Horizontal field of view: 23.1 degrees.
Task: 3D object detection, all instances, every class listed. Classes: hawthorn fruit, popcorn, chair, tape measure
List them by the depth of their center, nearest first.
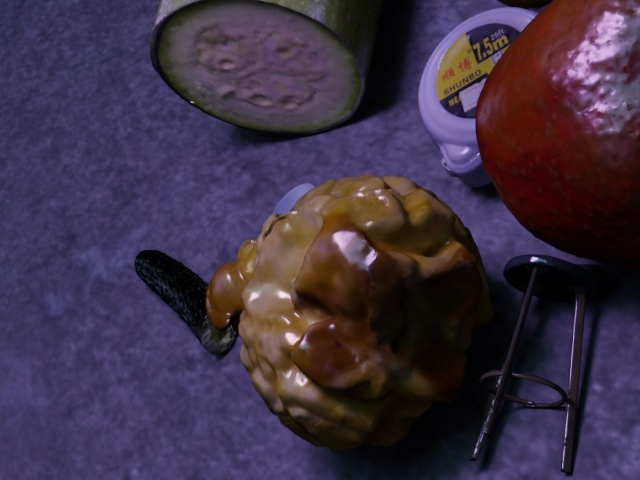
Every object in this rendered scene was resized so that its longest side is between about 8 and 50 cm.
[{"bbox_3d":[0.276,-0.108,1.437,0.369,0.285,0.284,-19,46,56],"label":"hawthorn fruit"},{"bbox_3d":[0.197,0.099,1.458,0.104,0.095,0.221,4,62,29],"label":"chair"},{"bbox_3d":[0.026,0.075,1.538,0.332,0.225,0.264,-11,75,44],"label":"popcorn"},{"bbox_3d":[0.200,-0.157,1.649,0.196,0.105,0.178,-29,52,23],"label":"tape measure"}]

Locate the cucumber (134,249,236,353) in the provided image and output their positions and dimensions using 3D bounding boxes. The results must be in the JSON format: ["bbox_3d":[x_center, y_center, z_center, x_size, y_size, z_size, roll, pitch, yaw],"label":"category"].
[{"bbox_3d":[-0.163,0.060,1.832,0.215,0.052,0.058,39,117,51],"label":"cucumber"}]

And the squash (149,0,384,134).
[{"bbox_3d":[-0.042,-0.355,1.879,0.263,0.263,0.384,-11,53,35],"label":"squash"}]

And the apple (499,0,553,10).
[{"bbox_3d":[0.243,-0.360,1.667,0.237,0.207,0.237,-25,37,20],"label":"apple"}]

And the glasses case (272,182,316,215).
[{"bbox_3d":[0.000,0.000,1.737,0.067,0.045,0.178,-43,41,7],"label":"glasses case"}]
